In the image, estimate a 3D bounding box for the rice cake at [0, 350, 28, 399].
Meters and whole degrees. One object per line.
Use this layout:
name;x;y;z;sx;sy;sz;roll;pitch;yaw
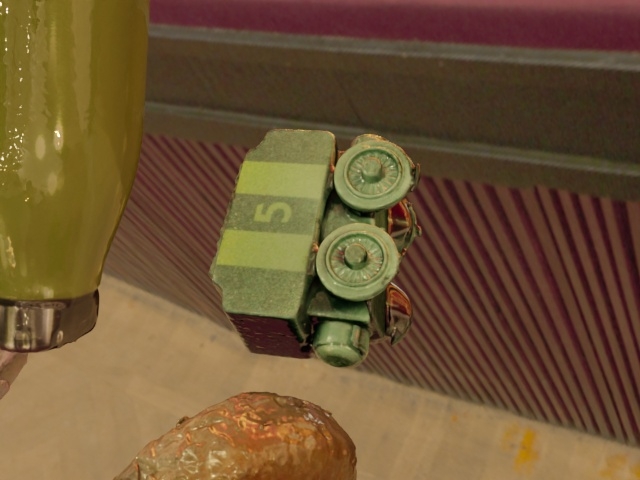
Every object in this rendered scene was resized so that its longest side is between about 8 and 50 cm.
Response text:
rice cake;-0.494;0.261;1.088;0.072;0.056;0.365;10;48;21

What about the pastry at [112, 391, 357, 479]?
pastry;-0.104;0.313;0.991;0.329;0.330;0.136;-40;51;0

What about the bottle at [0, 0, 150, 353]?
bottle;-0.154;-0.069;0.476;0.112;0.112;0.260;15;106;33

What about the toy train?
toy train;0.000;0.000;1.029;0.238;0.167;0.299;4;60;13
